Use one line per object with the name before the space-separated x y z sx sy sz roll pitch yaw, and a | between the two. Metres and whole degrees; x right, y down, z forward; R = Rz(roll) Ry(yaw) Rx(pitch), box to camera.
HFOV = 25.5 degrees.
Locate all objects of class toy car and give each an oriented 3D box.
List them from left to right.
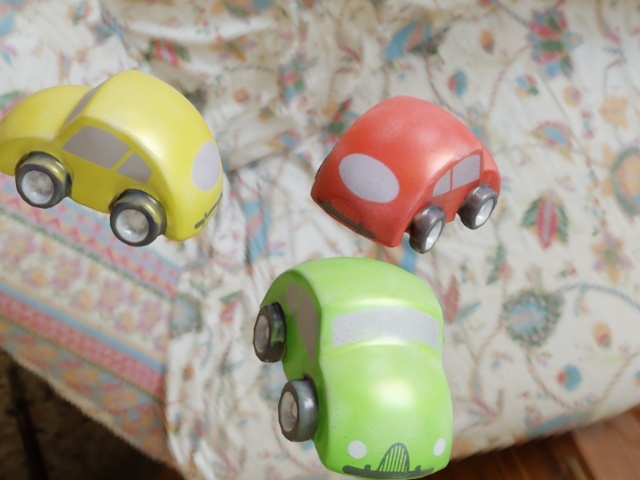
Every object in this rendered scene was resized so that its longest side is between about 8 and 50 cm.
toy car | 0.000 0.000 0.555 0.239 0.225 0.053 3 124 -23
